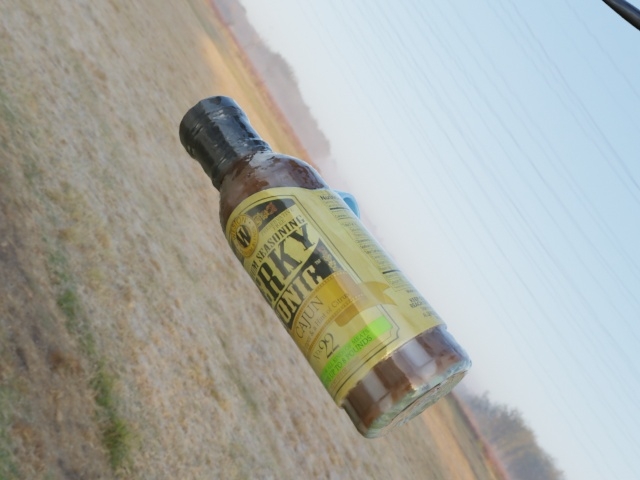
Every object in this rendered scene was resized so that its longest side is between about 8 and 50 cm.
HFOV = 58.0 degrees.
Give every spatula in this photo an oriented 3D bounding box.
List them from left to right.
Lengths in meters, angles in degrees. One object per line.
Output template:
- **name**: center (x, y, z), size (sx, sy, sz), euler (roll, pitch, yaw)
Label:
- **spatula**: center (0.462, -0.439, 0.971), size (0.296, 0.084, 0.030), euler (55, -18, 17)

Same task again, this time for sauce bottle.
- **sauce bottle**: center (-0.018, 0.004, 0.513), size (0.344, 0.111, 0.111), euler (51, -3, 26)

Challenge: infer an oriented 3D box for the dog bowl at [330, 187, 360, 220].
- **dog bowl**: center (0.000, 0.000, 1.194), size (0.297, 0.074, 0.166), euler (-52, 137, -48)
